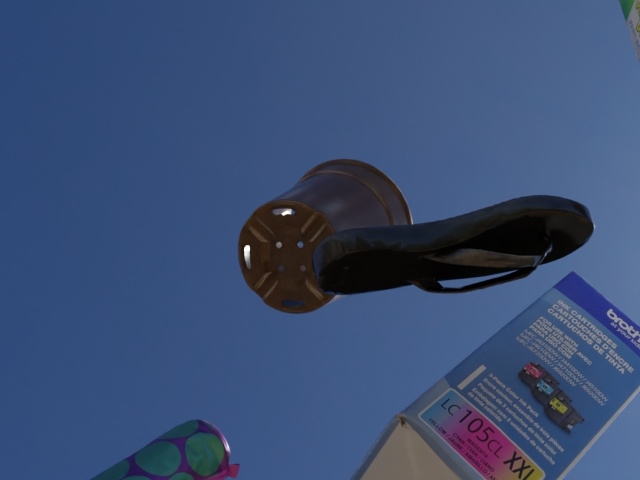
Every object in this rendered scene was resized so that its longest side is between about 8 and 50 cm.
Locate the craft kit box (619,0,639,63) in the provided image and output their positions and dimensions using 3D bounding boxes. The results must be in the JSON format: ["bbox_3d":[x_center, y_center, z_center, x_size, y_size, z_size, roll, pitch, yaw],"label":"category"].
[{"bbox_3d":[0.448,-0.209,0.887,0.247,0.249,0.061,3,-35,-5],"label":"craft kit box"}]

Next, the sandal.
[{"bbox_3d":[0.121,0.020,0.766,0.255,0.054,0.097,-10,-33,-9],"label":"sandal"}]

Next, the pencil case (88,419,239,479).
[{"bbox_3d":[-0.143,0.210,0.732,0.070,0.152,0.064,30,-55,25],"label":"pencil case"}]

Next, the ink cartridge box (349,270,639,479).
[{"bbox_3d":[0.208,0.211,0.965,0.151,0.395,0.270,45,-43,20],"label":"ink cartridge box"}]

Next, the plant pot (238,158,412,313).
[{"bbox_3d":[0.000,0.000,0.978,0.167,0.165,0.167,6,-76,24],"label":"plant pot"}]
